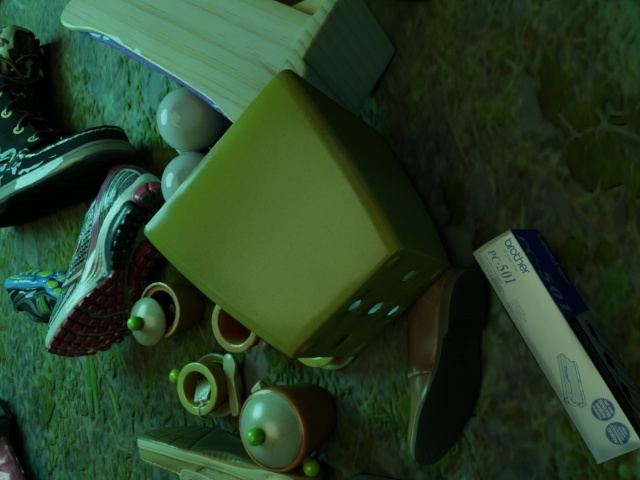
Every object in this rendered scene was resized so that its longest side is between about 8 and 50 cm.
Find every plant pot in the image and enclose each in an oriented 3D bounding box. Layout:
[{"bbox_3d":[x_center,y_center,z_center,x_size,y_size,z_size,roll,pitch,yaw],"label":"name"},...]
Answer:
[{"bbox_3d":[0.000,0.000,0.660,0.212,0.212,0.187,-46,64,15],"label":"plant pot"}]

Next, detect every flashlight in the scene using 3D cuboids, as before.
[{"bbox_3d":[-0.496,0.384,1.073,0.304,0.103,0.103,52,155,25],"label":"flashlight"}]

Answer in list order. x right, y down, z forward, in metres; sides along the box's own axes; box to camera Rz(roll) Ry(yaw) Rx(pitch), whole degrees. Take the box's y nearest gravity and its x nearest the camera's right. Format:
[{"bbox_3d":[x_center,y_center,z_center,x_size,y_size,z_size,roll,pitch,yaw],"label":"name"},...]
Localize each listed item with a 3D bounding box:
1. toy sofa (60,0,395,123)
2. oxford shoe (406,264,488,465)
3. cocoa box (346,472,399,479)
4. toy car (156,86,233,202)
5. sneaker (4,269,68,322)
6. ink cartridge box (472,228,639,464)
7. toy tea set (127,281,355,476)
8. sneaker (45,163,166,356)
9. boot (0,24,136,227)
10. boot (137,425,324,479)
[{"bbox_3d":[-0.114,-0.238,0.767,0.362,0.150,0.177,32,92,27],"label":"toy sofa"},{"bbox_3d":[0.121,0.129,0.703,0.076,0.076,0.213,14,95,55],"label":"oxford shoe"},{"bbox_3d":[0.130,0.378,0.598,0.346,0.228,0.232,-2,90,32],"label":"cocoa box"},{"bbox_3d":[-0.119,-0.102,0.811,0.136,0.159,0.182,-4,88,-3],"label":"toy car"},{"bbox_3d":[-0.416,0.091,1.043,0.188,0.067,0.078,3,114,30],"label":"sneaker"},{"bbox_3d":[0.224,0.087,0.610,0.046,0.097,0.207,-36,73,27],"label":"ink cartridge box"},{"bbox_3d":[-0.117,0.151,0.810,0.335,0.124,0.200,7,95,32],"label":"toy tea set"},{"bbox_3d":[-0.297,0.036,0.934,0.112,0.120,0.299,40,104,35],"label":"sneaker"},{"bbox_3d":[-0.446,-0.187,1.011,0.377,0.138,0.285,-17,82,37],"label":"boot"},{"bbox_3d":[-0.125,0.351,0.836,0.261,0.095,0.204,7,94,22],"label":"boot"}]
